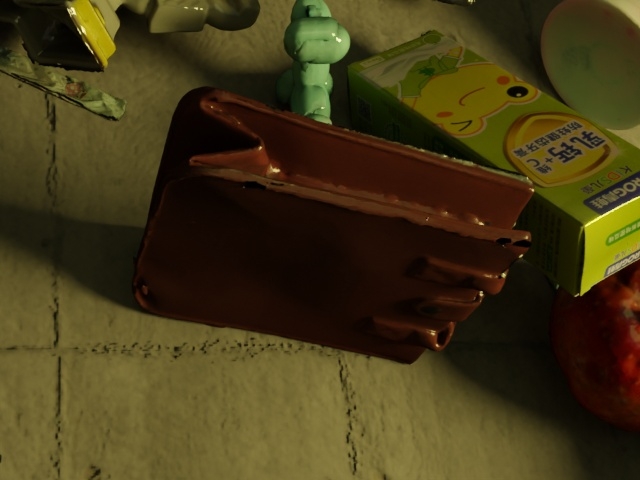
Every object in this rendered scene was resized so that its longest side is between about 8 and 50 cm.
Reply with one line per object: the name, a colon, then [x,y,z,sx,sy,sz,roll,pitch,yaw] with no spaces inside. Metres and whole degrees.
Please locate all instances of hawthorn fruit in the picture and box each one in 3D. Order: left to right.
hawthorn fruit: [0.288,0.075,0.919,0.179,0.200,0.179,-3,71,8]

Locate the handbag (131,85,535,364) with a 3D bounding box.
handbag: [-0.001,0.001,0.839,0.276,0.260,0.084,15,60,-11]

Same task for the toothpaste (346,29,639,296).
toothpaste: [0.156,-0.082,0.943,0.110,0.077,0.327,-25,43,-23]

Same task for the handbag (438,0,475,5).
handbag: [0.071,-0.367,1.133,0.211,0.088,0.254,8,64,-6]

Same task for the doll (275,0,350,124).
doll: [-0.008,-0.144,0.964,0.059,0.158,0.159,-1,72,-6]

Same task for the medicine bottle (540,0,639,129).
medicine bottle: [0.369,-0.239,1.122,0.254,0.152,0.152,-35,79,-27]

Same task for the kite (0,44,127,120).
kite: [-0.325,-0.184,0.974,0.314,0.011,0.335,20,62,-6]

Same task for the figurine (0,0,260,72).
figurine: [-0.195,-0.291,0.984,0.309,0.143,0.308,11,71,-35]

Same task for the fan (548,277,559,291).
fan: [0.255,-0.034,1.073,0.131,0.009,0.240,4,64,-17]
